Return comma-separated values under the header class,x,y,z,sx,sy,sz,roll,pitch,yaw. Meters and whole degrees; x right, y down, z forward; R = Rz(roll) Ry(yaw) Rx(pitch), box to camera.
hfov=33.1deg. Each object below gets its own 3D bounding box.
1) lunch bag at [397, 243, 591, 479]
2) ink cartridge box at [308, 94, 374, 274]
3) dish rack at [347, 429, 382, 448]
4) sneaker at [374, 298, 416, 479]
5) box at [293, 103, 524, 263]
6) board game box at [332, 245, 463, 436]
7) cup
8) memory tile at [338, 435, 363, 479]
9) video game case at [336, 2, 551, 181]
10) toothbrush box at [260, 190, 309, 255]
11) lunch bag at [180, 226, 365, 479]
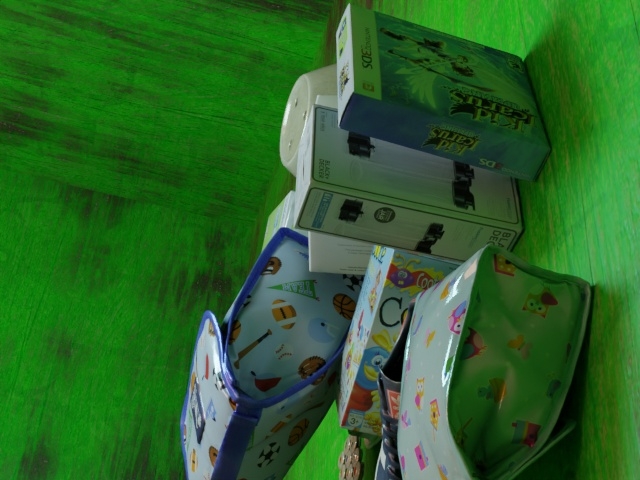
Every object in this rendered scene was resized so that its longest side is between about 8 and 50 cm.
class,x,y,z,sx,sy,sz,roll,pitch,yaw
lunch bag,0.175,0.167,1.186,0.223,0.160,0.262,128,159,-67
ink cartridge box,0.069,-0.087,1.675,0.171,0.168,0.232,-81,-8,-51
dish rack,0.103,0.169,1.860,0.285,0.072,0.333,119,163,-60
sneaker,0.117,0.234,1.354,0.148,0.131,0.350,37,-122,-58
box,0.116,-0.071,1.444,0.169,0.290,0.087,-90,14,-45
board game box,0.125,0.132,1.552,0.144,0.142,0.275,-101,26,-71
cup,0.062,-0.193,1.947,0.331,0.237,0.331,-170,90,-74
memory tile,0.054,0.414,1.977,0.148,0.012,0.113,-95,20,-59
video game case,0.156,-0.202,1.435,0.244,0.269,0.061,-90,18,-51
toothbrush box,0.000,0.000,2.257,0.283,0.206,0.122,141,142,-73
lunch bag,-0.090,0.224,1.750,0.385,0.239,0.328,-62,-7,-48
